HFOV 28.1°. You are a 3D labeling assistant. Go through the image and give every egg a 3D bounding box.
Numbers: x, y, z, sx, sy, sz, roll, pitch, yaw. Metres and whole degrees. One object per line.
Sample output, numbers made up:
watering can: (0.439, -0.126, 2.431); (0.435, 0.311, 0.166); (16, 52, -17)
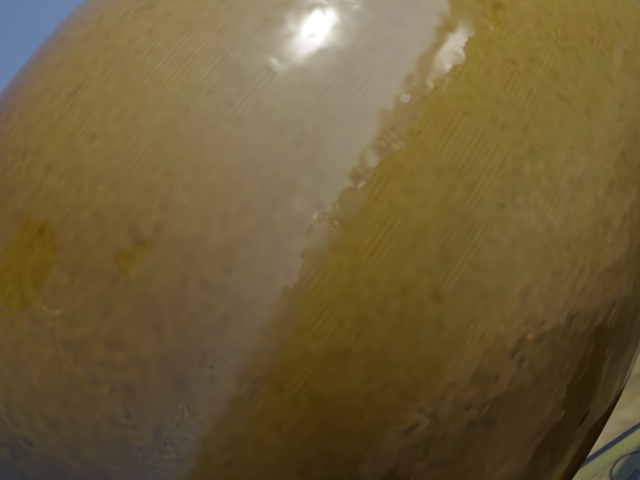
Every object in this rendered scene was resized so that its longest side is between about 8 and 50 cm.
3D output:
egg: (0.000, 0.000, 0.482); (0.322, 0.250, 0.250); (-54, 0, -11)

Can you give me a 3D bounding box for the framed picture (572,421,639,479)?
framed picture: (0.269, 0.256, 0.949); (0.244, 0.013, 0.324); (-33, 29, -6)
